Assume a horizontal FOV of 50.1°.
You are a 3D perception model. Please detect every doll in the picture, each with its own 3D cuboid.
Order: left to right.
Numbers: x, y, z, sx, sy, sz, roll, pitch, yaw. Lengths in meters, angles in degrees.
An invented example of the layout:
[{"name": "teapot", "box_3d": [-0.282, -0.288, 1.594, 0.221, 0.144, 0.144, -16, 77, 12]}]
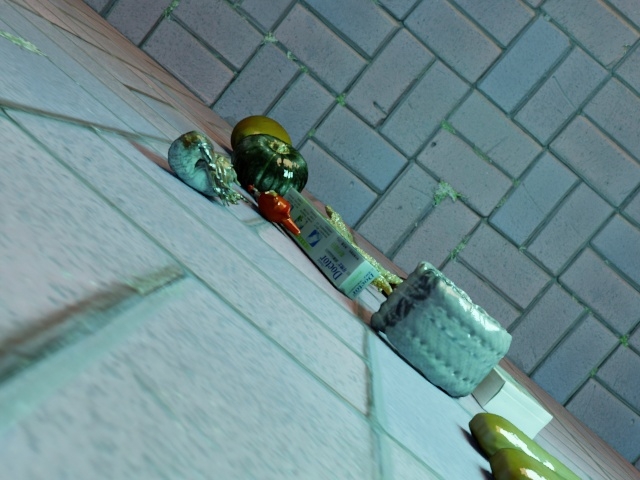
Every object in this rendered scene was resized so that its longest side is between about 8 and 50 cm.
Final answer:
[{"name": "doll", "box_3d": [-0.109, -0.075, 1.468, 0.169, 0.057, 0.109, 26, -25, 51]}]

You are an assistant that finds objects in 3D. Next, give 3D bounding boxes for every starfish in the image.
[{"name": "starfish", "box_3d": [0.094, 0.045, 1.751, 0.293, 0.084, 0.301, 44, 8, -6]}]

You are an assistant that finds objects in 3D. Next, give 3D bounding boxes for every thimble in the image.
[{"name": "thimble", "box_3d": [0.224, 0.162, 1.263, 0.245, 0.157, 0.217, 37, 6, -31]}]

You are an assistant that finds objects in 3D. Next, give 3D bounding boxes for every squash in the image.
[{"name": "squash", "box_3d": [-0.125, -0.174, 1.662, 0.193, 0.156, 0.193, 40, 26, -24]}]

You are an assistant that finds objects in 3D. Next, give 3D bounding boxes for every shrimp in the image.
[{"name": "shrimp", "box_3d": [-0.177, -0.109, 1.151, 0.090, 0.079, 0.233, 49, 4, 33]}]

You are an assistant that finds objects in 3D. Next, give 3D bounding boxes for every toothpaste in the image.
[{"name": "toothpaste", "box_3d": [0.000, 0.000, 1.454, 0.067, 0.081, 0.336, 41, 4, -42]}]

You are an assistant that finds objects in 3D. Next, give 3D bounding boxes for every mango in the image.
[{"name": "mango", "box_3d": [-0.193, -0.307, 2.216, 0.211, 0.173, 0.317, 39, 12, -7]}]

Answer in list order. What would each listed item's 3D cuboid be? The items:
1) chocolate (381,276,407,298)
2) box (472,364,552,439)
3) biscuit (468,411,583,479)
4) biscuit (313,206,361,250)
[{"name": "chocolate", "box_3d": [0.249, 0.159, 1.902, 0.149, 0.080, 0.125, 39, 6, 3]}, {"name": "box", "box_3d": [0.387, 0.327, 1.468, 0.135, 0.081, 0.199, 39, 3, -11]}, {"name": "biscuit", "box_3d": [0.337, 0.360, 0.933, 0.291, 0.062, 0.237, 39, 6, 0]}, {"name": "biscuit", "box_3d": [-0.012, -0.067, 2.155, 0.309, 0.040, 0.204, 38, 6, -25]}]
